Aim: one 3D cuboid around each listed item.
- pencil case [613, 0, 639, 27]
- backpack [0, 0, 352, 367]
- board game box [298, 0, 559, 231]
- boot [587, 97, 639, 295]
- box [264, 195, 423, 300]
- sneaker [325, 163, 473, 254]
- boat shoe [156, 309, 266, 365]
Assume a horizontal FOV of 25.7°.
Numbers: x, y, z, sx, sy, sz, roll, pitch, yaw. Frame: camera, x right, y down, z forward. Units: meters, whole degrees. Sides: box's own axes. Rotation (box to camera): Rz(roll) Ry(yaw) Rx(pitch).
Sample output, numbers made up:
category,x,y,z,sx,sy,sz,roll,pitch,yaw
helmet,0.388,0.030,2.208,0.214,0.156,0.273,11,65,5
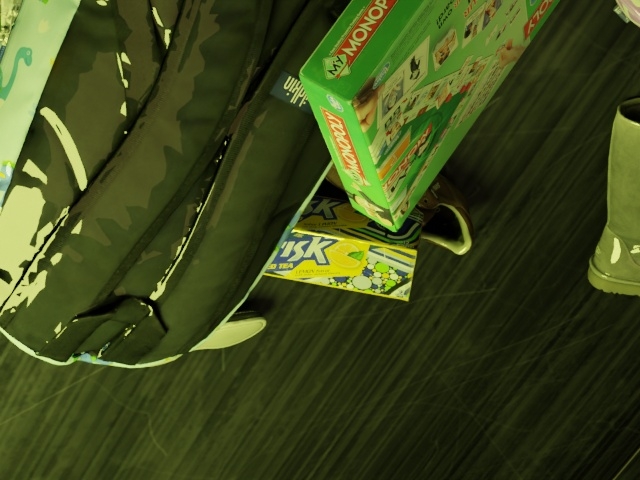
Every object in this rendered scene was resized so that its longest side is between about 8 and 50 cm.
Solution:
category,x,y,z,sx,sy,sz,roll,pitch,yaw
pencil case,0.331,-0.246,1.152,0.088,0.086,0.206,45,108,-7
backpack,-0.126,-0.081,1.007,0.290,0.273,0.356,13,96,-41
board game box,0.111,-0.180,1.000,0.317,0.046,0.213,-54,159,-13
boot,0.355,-0.039,1.345,0.189,0.076,0.208,1,123,-9
box,0.000,0.000,1.203,0.168,0.054,0.059,10,129,4
sneaker,0.069,-0.046,1.226,0.188,0.071,0.066,24,116,-36
boat shoe,-0.113,0.081,1.283,0.125,0.038,0.046,-16,152,-8
